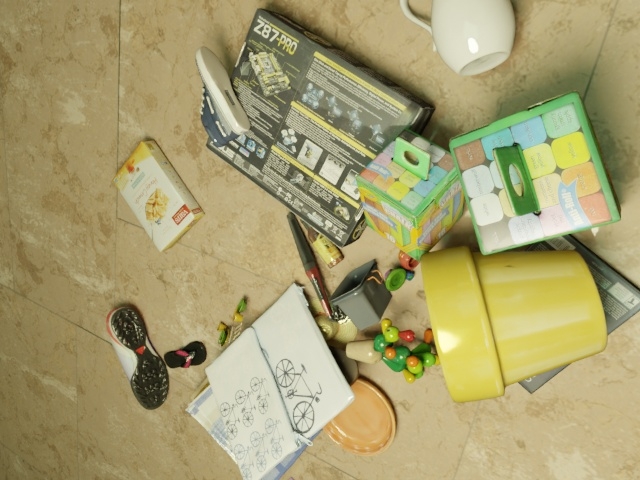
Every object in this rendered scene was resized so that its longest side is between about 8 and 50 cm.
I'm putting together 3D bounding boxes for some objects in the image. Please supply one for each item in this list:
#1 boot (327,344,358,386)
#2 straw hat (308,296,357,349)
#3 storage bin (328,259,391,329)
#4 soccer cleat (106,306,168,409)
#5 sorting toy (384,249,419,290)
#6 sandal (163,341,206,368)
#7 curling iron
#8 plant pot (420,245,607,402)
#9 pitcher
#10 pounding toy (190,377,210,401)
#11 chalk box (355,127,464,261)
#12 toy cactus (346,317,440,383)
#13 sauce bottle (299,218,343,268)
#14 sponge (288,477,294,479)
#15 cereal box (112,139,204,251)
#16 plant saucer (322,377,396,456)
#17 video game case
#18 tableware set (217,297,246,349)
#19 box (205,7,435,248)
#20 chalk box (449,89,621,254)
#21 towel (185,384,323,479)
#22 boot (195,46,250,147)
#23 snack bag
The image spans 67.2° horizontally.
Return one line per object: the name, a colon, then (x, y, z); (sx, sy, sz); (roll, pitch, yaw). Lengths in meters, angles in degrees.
boot: (-0.024, 0.311, 1.116); (0.305, 0.112, 0.115); (-13, 139, 37)
straw hat: (0.005, 0.199, 1.097); (0.144, 0.061, 0.144); (8, 108, 26)
storage bin: (0.096, 0.113, 0.990); (0.098, 0.135, 0.091); (-31, 99, 31)
soccer cleat: (-0.544, 0.346, 1.429); (0.116, 0.109, 0.318); (-10, 102, 53)
sorting toy: (0.160, 0.055, 0.975); (0.102, 0.061, 0.042); (-48, 43, -4)
sandal: (-0.389, 0.334, 1.362); (0.179, 0.040, 0.067); (-23, 92, 32)
curling iron: (-0.008, 0.061, 1.079); (0.068, 0.035, 0.274); (-28, 81, -10)
plant pot: (0.309, 0.118, 0.789); (0.239, 0.254, 0.254); (-14, 97, 15)
pitcher: (0.220, -0.375, 0.798); (0.178, 0.125, 0.207); (-21, 82, 52)
pounding toy: (-0.263, 0.430, 1.285); (0.141, 0.100, 0.130); (46, 120, 10)
chalk box: (0.154, -0.086, 0.819); (0.132, 0.213, 0.132); (-45, 61, -11)
toy cactus: (0.141, 0.217, 0.968); (0.180, 0.219, 0.112); (0, 66, 26)
sauce bottle: (0.000, 0.000, 1.055); (0.042, 0.042, 0.128); (-38, 87, 31)
sponge: (-0.033, 0.746, 1.287); (0.210, 0.031, 0.117); (39, 119, 14)
cereal box: (-0.425, -0.113, 1.253); (0.173, 0.047, 0.240); (-39, 84, 31)
plant saucer: (0.084, 0.404, 1.125); (0.200, 0.037, 0.200); (8, 107, 26)
video game case: (0.405, 0.130, 0.880); (0.196, 0.026, 0.274); (43, 120, 12)
tableware set: (-0.229, 0.209, 1.216); (0.024, 0.104, 0.154); (23, 144, -19)
box: (-0.022, -0.225, 0.975); (0.395, 0.097, 0.318); (37, 120, 16)
chalk box: (0.315, -0.091, 0.702); (0.179, 0.289, 0.180); (-18, 87, 31)
towel: (-0.162, 0.438, 1.192); (0.285, 0.209, 0.034); (42, 154, 11)
boot: (-0.221, -0.287, 0.978); (0.086, 0.069, 0.190); (-25, 91, 30)
snack bag: (-0.105, 0.314, 1.071); (0.342, 0.037, 0.323); (-44, 51, 17)
